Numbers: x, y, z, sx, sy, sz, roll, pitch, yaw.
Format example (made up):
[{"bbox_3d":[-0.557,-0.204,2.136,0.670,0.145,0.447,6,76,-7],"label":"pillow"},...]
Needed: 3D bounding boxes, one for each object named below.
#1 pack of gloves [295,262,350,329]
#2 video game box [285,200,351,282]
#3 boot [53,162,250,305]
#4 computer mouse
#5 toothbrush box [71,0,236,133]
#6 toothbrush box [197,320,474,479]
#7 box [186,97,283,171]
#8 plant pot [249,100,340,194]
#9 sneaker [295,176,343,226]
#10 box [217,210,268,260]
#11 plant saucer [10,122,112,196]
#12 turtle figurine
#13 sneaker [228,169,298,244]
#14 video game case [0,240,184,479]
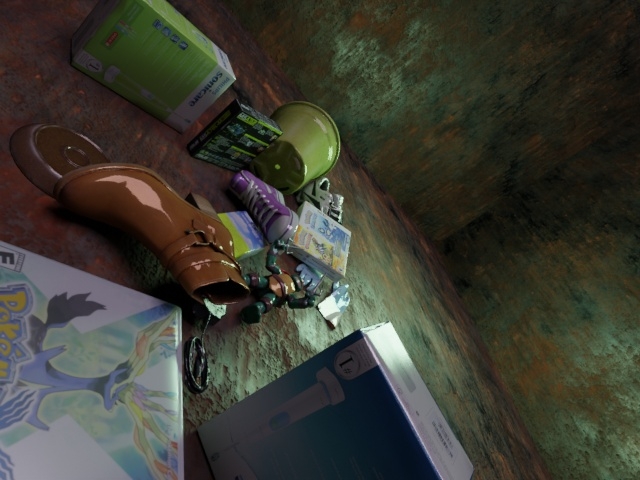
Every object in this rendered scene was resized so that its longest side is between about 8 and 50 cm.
[{"bbox_3d":[0.023,0.124,1.193,0.195,0.046,0.232,54,19,-2],"label":"pack of gloves"},{"bbox_3d":[0.000,0.000,1.230,0.187,0.048,0.205,31,39,-16],"label":"video game box"},{"bbox_3d":[-0.247,0.005,0.644,0.283,0.109,0.220,22,30,-55],"label":"boot"},{"bbox_3d":[-0.197,0.141,0.672,0.071,0.041,0.242,57,15,-34],"label":"computer mouse"},{"bbox_3d":[-0.374,-0.415,0.940,0.283,0.206,0.122,29,31,-48],"label":"toothbrush box"},{"bbox_3d":[0.009,0.275,0.542,0.217,0.295,0.126,60,19,19],"label":"toothbrush box"},{"bbox_3d":[-0.219,-0.266,1.077,0.045,0.184,0.190,59,21,18],"label":"box"},{"bbox_3d":[-0.096,-0.275,1.309,0.276,0.276,0.254,49,31,-14],"label":"plant pot"},{"bbox_3d":[0.023,-0.085,1.395,0.122,0.146,0.331,28,33,-53],"label":"sneaker"},{"bbox_3d":[-0.195,-0.009,0.918,0.109,0.042,0.178,56,19,4],"label":"box"},{"bbox_3d":[-0.402,-0.128,0.667,0.168,0.029,0.169,44,22,-24],"label":"plant saucer"},{"bbox_3d":[-0.086,0.096,0.889,0.175,0.118,0.234,45,31,21],"label":"turtle figurine"},{"bbox_3d":[-0.160,-0.089,1.037,0.161,0.102,0.282,36,9,-32],"label":"sneaker"},{"bbox_3d":[-0.280,0.168,0.445,0.299,0.036,0.329,35,27,-43],"label":"video game case"}]
